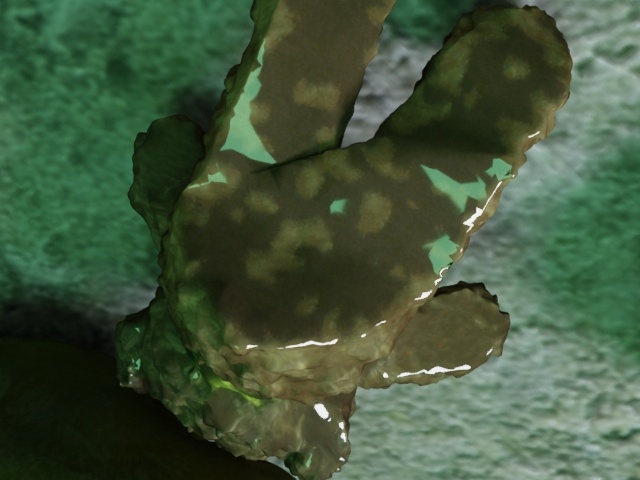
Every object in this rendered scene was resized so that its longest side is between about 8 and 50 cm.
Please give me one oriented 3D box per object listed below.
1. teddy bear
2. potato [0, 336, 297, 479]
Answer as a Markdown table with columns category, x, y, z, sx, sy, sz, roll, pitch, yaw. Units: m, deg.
| category | x | y | z | sx | sy | sz | roll | pitch | yaw |
| --- | --- | --- | --- | --- | --- | --- | --- | --- | --- |
| teddy bear | 0.005 | -0.009 | 0.851 | 0.246 | 0.222 | 0.296 | 28 | 87 | 0 |
| potato | -0.150 | 0.180 | 0.960 | 0.351 | 0.202 | 0.218 | 18 | 178 | 35 |
